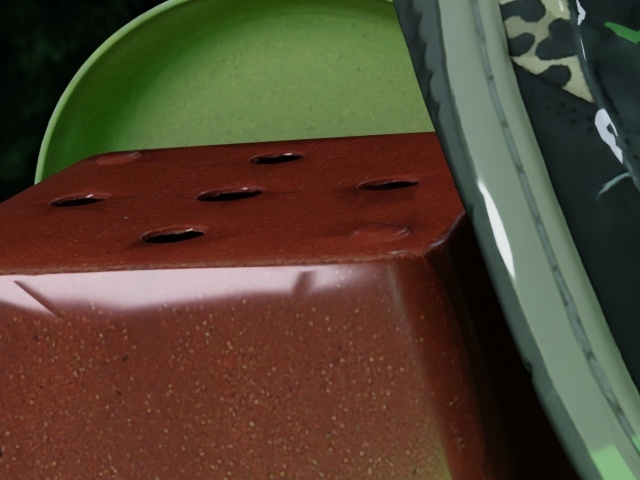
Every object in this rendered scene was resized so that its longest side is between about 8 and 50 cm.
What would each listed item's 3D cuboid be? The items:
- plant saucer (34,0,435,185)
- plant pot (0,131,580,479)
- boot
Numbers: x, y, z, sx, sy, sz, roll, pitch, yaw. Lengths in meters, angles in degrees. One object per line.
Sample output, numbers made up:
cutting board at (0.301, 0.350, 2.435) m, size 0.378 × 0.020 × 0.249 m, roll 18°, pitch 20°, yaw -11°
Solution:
plant saucer at (0.000, 0.000, 0.695) m, size 0.241 × 0.037 × 0.241 m, roll 7°, pitch 119°, yaw 13°
plant pot at (-0.019, 0.094, 0.594) m, size 0.267 × 0.267 × 0.236 m, roll -3°, pitch 104°, yaw 17°
boot at (0.173, -0.077, 0.466) m, size 0.284 × 0.138 × 0.377 m, roll -22°, pitch 69°, yaw 13°
